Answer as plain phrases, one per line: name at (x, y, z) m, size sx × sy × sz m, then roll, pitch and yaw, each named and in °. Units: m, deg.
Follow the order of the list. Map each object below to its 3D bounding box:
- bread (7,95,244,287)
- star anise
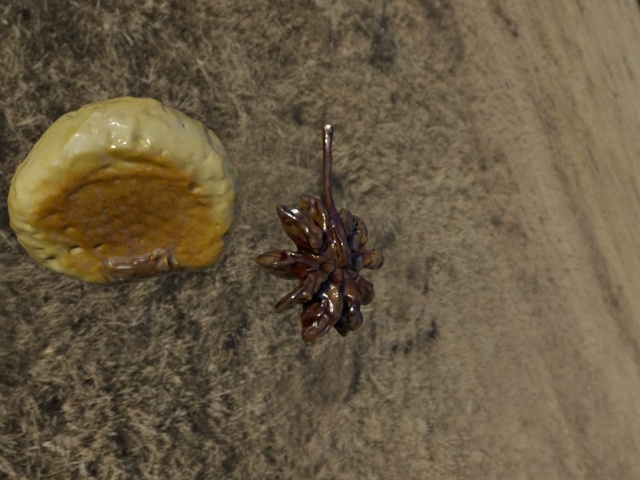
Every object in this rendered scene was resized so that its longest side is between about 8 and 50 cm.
bread at (-0.208, -0.053, 0.680) m, size 0.244 × 0.244 × 0.134 m, roll 34°, pitch 20°, yaw -38°
star anise at (-0.002, -0.002, 0.669) m, size 0.177 × 0.073 × 0.234 m, roll -27°, pitch 96°, yaw -45°
